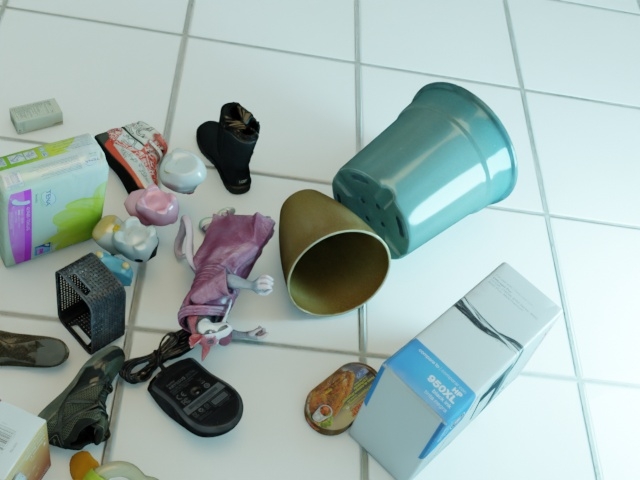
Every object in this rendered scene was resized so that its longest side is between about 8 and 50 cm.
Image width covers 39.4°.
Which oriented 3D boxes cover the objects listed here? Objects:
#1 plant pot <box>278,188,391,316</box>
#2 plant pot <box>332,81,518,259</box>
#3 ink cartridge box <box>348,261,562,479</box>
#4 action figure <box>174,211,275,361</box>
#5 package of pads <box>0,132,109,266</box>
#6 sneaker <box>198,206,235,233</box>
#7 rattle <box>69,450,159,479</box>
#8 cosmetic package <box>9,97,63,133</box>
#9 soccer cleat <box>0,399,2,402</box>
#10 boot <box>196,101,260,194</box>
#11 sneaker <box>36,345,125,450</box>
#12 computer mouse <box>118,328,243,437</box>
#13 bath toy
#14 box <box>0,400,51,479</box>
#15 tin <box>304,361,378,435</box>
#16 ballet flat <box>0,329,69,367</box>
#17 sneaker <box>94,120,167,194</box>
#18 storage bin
[{"bbox_3d":[0.000,0.000,2.005,0.237,0.237,0.254,-7,39,-19],"label":"plant pot"},{"bbox_3d":[0.229,-0.145,2.117,0.334,0.341,0.341,-38,67,-26],"label":"plant pot"},{"bbox_3d":[0.270,0.263,1.788,0.166,0.285,0.395,42,54,19],"label":"ink cartridge box"},{"bbox_3d":[-0.220,0.082,1.838,0.275,0.248,0.370,18,42,2],"label":"action figure"},{"bbox_3d":[-0.565,-0.082,1.870,0.229,0.296,0.101,-22,67,-28],"label":"package of pads"},{"bbox_3d":[-0.227,-0.033,2.085,0.098,0.038,0.069,-30,64,-22],"label":"sneaker"},{"bbox_3d":[-0.352,0.459,1.645,0.199,0.142,0.130,8,80,-27],"label":"rattle"},{"bbox_3d":[-0.697,-0.306,2.195,0.115,0.041,0.060,-18,56,-26],"label":"cosmetic package"},{"bbox_3d":[-0.678,0.393,1.562,0.108,0.116,0.318,33,51,14],"label":"soccer cleat"},{"bbox_3d":[-0.222,-0.261,2.162,0.094,0.207,0.246,-14,55,-24],"label":"boot"},{"bbox_3d":[-0.424,0.307,1.704,0.130,0.087,0.227,22,51,22],"label":"sneaker"},{"bbox_3d":[-0.255,0.302,1.780,0.188,0.072,0.272,-30,51,-30],"label":"computer mouse"},{"bbox_3d":[-0.380,-0.053,1.960,0.151,0.129,0.348,28,63,11],"label":"bath toy"},{"bbox_3d":[-0.548,0.388,1.562,0.091,0.170,0.130,22,49,7],"label":"box"},{"bbox_3d":[0.048,0.327,1.847,0.189,0.040,0.106,-33,60,-33],"label":"tin"},{"bbox_3d":[-0.623,0.212,1.775,0.249,0.058,0.084,5,85,-3],"label":"ballet flat"},{"bbox_3d":[-0.414,-0.184,2.128,0.145,0.090,0.270,-26,58,-28],"label":"sneaker"},{"bbox_3d":[-0.460,0.128,1.795,0.084,0.180,0.122,-33,65,-33],"label":"storage bin"}]
